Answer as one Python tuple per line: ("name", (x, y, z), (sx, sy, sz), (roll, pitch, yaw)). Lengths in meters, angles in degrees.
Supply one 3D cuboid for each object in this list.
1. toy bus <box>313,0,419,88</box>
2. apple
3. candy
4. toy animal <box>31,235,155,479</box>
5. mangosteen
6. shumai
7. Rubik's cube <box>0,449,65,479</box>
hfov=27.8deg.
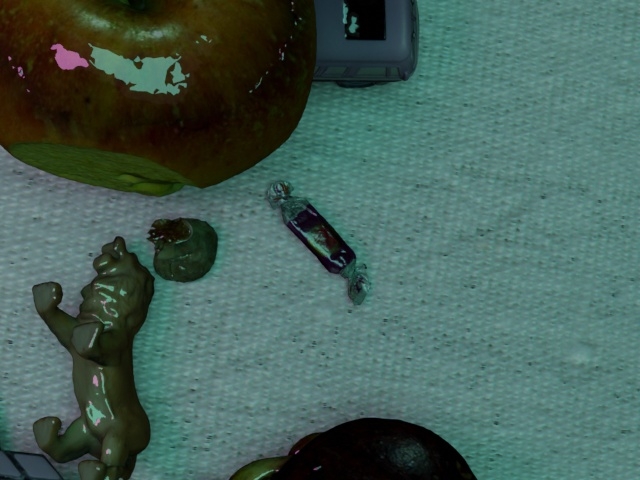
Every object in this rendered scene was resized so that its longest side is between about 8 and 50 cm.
("toy bus", (0.015, -0.247, 1.474), (0.202, 0.142, 0.142), (-2, 85, -18))
("apple", (-0.195, -0.207, 1.354), (0.384, 0.374, 0.374), (40, 82, 2))
("candy", (0.000, 0.000, 1.511), (0.045, 0.043, 0.175), (-43, 92, -18))
("toy animal", (-0.231, 0.145, 1.413), (0.097, 0.157, 0.312), (-11, 79, 30))
("mangosteen", (0.043, 0.321, 1.394), (0.288, 0.288, 0.288), (1, 86, -8))
("shumai", (-0.154, 0.006, 1.471), (0.083, 0.080, 0.082), (-29, 92, -11))
("Rubik's cube", (-0.366, 0.364, 1.323), (0.264, 0.319, 0.319), (8, 84, 19))
